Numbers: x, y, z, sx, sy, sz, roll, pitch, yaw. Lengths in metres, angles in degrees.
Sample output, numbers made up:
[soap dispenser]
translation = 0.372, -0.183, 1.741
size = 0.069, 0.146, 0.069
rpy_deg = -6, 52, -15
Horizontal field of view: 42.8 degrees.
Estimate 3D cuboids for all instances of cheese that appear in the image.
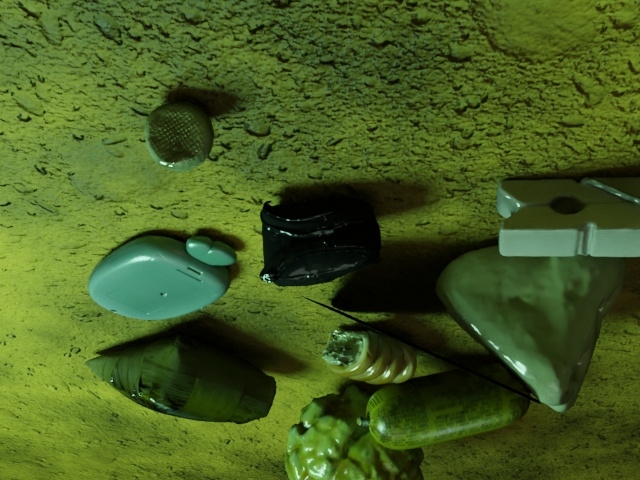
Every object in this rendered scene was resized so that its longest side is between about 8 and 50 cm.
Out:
[cheese]
translation = 0.304, 0.083, 1.196
size = 0.248, 0.251, 0.173
rpy_deg = 29, 174, 30

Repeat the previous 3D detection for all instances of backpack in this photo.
[backpack]
translation = 0.002, 0.003, 1.130
size = 0.165, 0.120, 0.106
rpy_deg = -3, 167, 11

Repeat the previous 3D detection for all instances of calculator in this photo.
[calculator]
translation = -0.253, 0.063, 1.305
size = 0.299, 0.041, 0.185
rpy_deg = -25, 137, 38

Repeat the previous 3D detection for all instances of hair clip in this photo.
[hair clip]
translation = 0.395, -0.033, 1.047
size = 0.331, 0.101, 0.085
rpy_deg = 1, 150, 9

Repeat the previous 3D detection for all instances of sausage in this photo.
[sausage]
translation = 0.233, 0.301, 1.488
size = 0.347, 0.123, 0.123
rpy_deg = -9, 148, -12

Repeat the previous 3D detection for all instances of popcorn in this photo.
[popcorn]
translation = 0.074, 0.443, 1.632
size = 0.279, 0.274, 0.335
rpy_deg = 13, 161, 40

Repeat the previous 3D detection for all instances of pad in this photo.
[pad]
translation = 0.152, 0.196, 1.273
size = 0.375, 0.063, 0.315
rpy_deg = 24, 178, 17

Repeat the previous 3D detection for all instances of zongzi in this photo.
[zongzi]
translation = -0.267, 0.268, 1.565
size = 0.274, 0.145, 0.300
rpy_deg = 27, 158, -39

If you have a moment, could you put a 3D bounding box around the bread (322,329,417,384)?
[bread]
translation = 0.090, 0.207, 1.433
size = 0.177, 0.084, 0.119
rpy_deg = 19, 160, -35

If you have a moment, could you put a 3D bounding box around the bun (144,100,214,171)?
[bun]
translation = -0.169, -0.124, 0.989
size = 0.086, 0.086, 0.055
rpy_deg = 5, 178, -1
